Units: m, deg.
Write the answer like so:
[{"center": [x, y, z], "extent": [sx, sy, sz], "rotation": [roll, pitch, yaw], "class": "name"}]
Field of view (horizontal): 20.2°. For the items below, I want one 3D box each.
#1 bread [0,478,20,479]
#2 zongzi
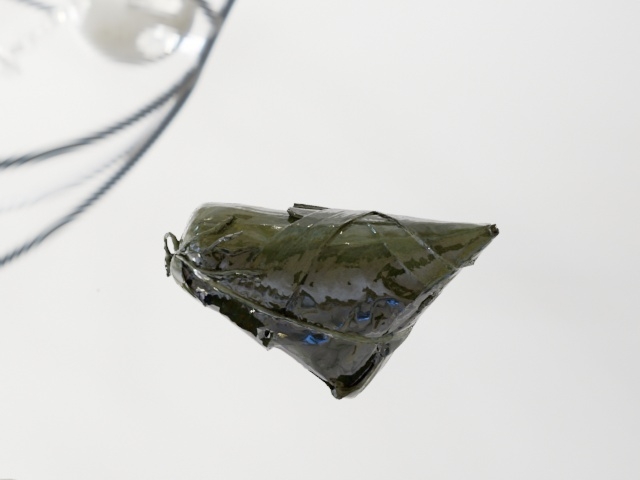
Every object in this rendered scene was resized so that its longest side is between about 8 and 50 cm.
[{"center": [-0.164, 0.159, 0.888], "extent": [0.077, 0.367, 0.084], "rotation": [-10, -95, -15], "class": "bread"}, {"center": [0.000, 0.000, 0.733], "extent": [0.109, 0.119, 0.055], "rotation": [32, -136, -6], "class": "zongzi"}]
